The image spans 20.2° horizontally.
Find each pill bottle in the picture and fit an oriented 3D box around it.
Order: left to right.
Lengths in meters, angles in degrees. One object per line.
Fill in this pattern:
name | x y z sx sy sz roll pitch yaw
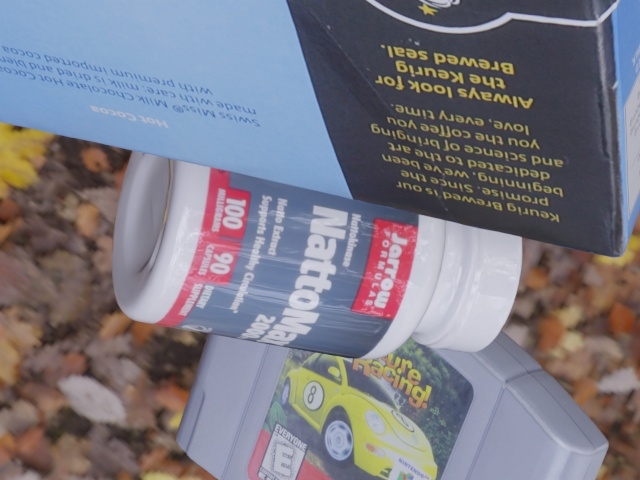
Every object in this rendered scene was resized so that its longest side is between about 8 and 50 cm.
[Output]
pill bottle | 0.000 0.000 0.862 0.180 0.108 0.108 11 101 -21

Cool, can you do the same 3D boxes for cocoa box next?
cocoa box | -0.030 -0.175 0.627 0.228 0.347 0.231 72 36 -54

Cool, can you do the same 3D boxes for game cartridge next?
game cartridge | 0.037 0.119 1.166 0.060 0.294 0.196 -4 120 -53
